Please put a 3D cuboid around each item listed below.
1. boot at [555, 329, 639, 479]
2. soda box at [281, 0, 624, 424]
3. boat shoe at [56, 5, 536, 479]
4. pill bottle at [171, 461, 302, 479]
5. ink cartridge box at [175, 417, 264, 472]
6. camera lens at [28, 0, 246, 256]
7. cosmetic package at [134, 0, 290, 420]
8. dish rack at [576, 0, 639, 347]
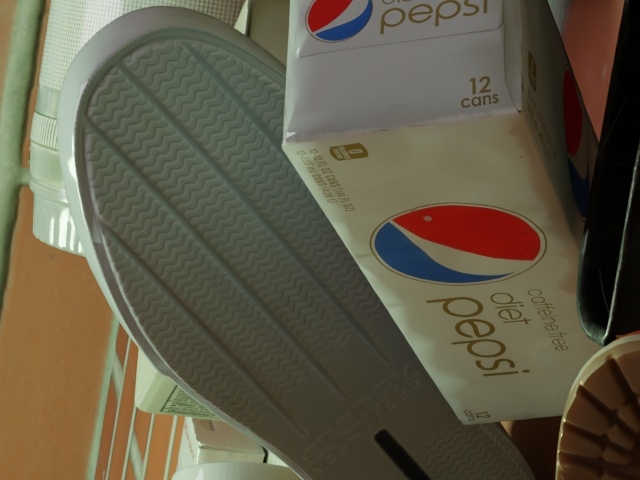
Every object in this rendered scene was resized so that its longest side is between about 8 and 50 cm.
[{"bbox_3d":[0.101,0.070,0.470,0.085,0.059,0.158,-82,-29,-52],"label":"boot"},{"bbox_3d":[0.056,-0.012,0.602,0.216,0.074,0.069,55,-148,-57],"label":"soda box"},{"bbox_3d":[-0.014,0.028,0.721,0.302,0.109,0.094,57,175,-33],"label":"boat shoe"},{"bbox_3d":[-0.049,0.250,1.068,0.121,0.121,0.221,124,152,-65],"label":"pill bottle"},{"bbox_3d":[-0.087,0.211,1.455,0.099,0.056,0.135,-118,38,-71],"label":"ink cartridge box"},{"bbox_3d":[-0.081,-0.124,1.252,0.219,0.219,0.274,-141,60,-77],"label":"camera lens"},{"bbox_3d":[0.000,0.000,0.933,0.296,0.153,0.129,128,147,-66],"label":"cosmetic package"},{"bbox_3d":[0.149,-0.057,0.422,0.271,0.074,0.208,-150,68,-78],"label":"dish rack"}]
